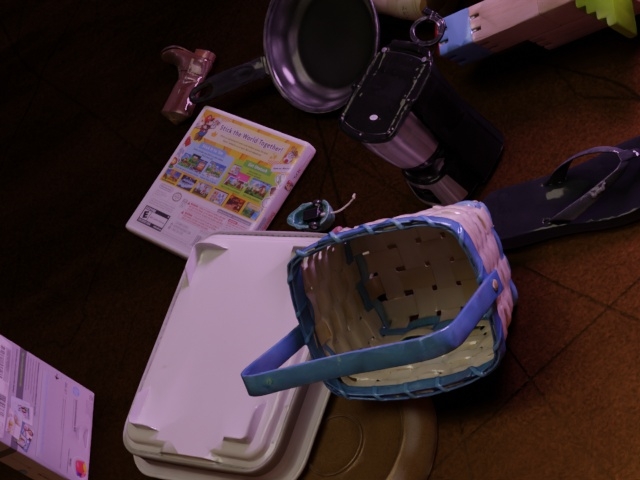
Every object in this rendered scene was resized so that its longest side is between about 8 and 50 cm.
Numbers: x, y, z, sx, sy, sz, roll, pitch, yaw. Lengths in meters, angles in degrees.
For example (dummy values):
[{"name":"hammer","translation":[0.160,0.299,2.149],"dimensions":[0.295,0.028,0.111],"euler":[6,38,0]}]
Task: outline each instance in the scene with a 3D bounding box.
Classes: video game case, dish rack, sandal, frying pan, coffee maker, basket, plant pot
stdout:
[{"name":"video game case","translation":[-0.136,-0.067,2.182],"dimensions":[0.227,0.026,0.206],"euler":[23,77,46]},{"name":"dish rack","translation":[-0.100,0.126,1.943],"dimensions":[0.286,0.072,0.332],"euler":[3,65,40]},{"name":"sandal","translation":[0.284,-0.054,1.818],"dimensions":[0.255,0.054,0.097],"euler":[-22,50,25]},{"name":"frying pan","translation":[-0.032,-0.225,2.178],"dimensions":[0.326,0.053,0.197],"euler":[-47,63,33]},{"name":"coffee maker","translation":[0.134,-0.144,1.910],"dimensions":[0.171,0.178,0.120],"euler":[-44,46,8]},{"name":"basket","translation":[0.080,0.077,1.738],"dimensions":[0.255,0.201,0.289],"euler":[-13,11,32]},{"name":"plant pot","translation":[0.022,0.235,1.843],"dimensions":[0.236,0.032,0.236],"euler":[-20,51,27]}]

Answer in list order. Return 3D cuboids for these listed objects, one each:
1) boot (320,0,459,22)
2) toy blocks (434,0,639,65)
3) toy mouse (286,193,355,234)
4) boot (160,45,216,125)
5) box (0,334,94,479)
[{"name":"boot","translation":[0.111,-0.409,2.172],"dimensions":[0.203,0.095,0.262],"euler":[6,74,41]},{"name":"toy blocks","translation":[0.243,-0.377,1.986],"dimensions":[0.261,0.191,0.381],"euler":[-19,67,37]},{"name":"toy mouse","translation":[0.000,0.000,2.022],"dimensions":[0.143,0.031,0.161],"euler":[-47,43,3]},{"name":"boot","translation":[-0.208,-0.220,2.340],"dimensions":[0.106,0.037,0.114],"euler":[6,70,43]},{"name":"box","translation":[-0.359,0.219,2.042],"dimensions":[0.038,0.186,0.145],"euler":[-23,49,27]}]
